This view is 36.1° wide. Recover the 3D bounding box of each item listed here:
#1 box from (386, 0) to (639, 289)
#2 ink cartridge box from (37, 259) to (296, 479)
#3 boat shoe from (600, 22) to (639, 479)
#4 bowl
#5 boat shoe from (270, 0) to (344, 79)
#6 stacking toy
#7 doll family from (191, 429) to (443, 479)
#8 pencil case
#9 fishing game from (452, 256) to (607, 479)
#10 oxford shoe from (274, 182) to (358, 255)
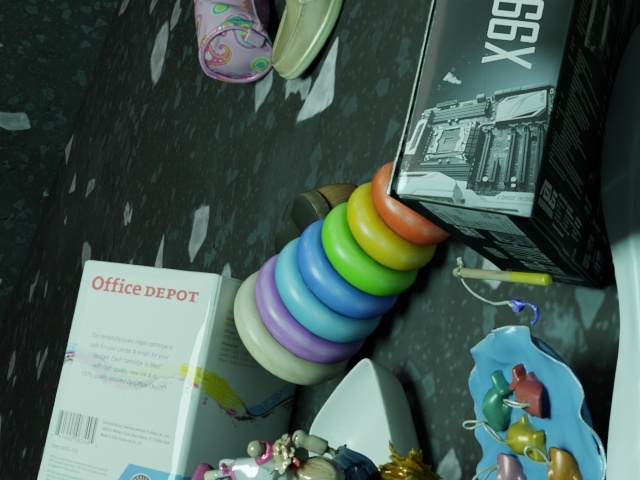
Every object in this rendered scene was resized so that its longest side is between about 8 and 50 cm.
[{"bbox_3d":[0.147,-0.108,0.617,0.076,0.307,0.242,10,85,23],"label":"box"},{"bbox_3d":[-0.161,0.177,1.117,0.198,0.197,0.270,5,79,32],"label":"ink cartridge box"},{"bbox_3d":[0.241,0.022,0.562,0.119,0.121,0.335,-8,79,51],"label":"boat shoe"},{"bbox_3d":[0.045,0.200,0.922,0.142,0.053,0.142,-56,32,35],"label":"bowl"},{"bbox_3d":[-0.017,-0.366,1.310,0.302,0.098,0.109,-67,26,17],"label":"boat shoe"},{"bbox_3d":[0.051,-0.002,0.945,0.330,0.141,0.141,-49,35,36],"label":"stacking toy"},{"bbox_3d":[0.028,0.229,0.793,0.163,0.263,0.118,-17,24,34],"label":"doll family"},{"bbox_3d":[-0.137,-0.377,1.550,0.124,0.124,0.284,-52,32,41],"label":"pencil case"},{"bbox_3d":[0.133,0.147,0.651,0.189,0.041,0.264,-163,64,-73],"label":"fishing game"},{"bbox_3d":[0.000,0.000,1.124,0.076,0.076,0.212,59,155,13],"label":"oxford shoe"}]
